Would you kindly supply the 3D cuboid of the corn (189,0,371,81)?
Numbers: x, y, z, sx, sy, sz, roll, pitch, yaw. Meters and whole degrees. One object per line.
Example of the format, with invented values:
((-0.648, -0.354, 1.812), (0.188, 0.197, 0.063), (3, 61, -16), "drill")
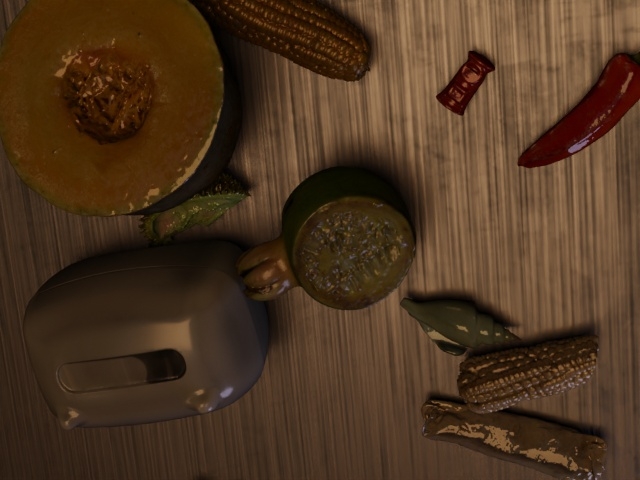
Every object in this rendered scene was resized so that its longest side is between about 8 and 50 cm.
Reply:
((-0.068, -0.310, 1.769), (0.313, 0.102, 0.102), (24, 109, 3), "corn")

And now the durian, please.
((-0.208, -0.044, 1.890), (0.215, 0.086, 0.100), (-27, 114, 25), "durian")

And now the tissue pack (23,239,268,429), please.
((-0.252, 0.141, 1.852), (0.333, 0.236, 0.229), (-9, 115, 14), "tissue pack")

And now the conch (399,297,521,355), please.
((0.201, 0.122, 1.861), (0.180, 0.088, 0.065), (16, 65, 14), "conch")

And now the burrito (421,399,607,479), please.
((0.278, 0.293, 1.890), (0.275, 0.059, 0.082), (13, 101, 8), "burrito")

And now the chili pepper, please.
((0.371, -0.179, 1.732), (0.063, 0.071, 0.272), (23, 121, -37), "chili pepper")

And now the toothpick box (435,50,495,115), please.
((0.199, -0.216, 1.765), (0.047, 0.047, 0.083), (35, 110, 1), "toothpick box")

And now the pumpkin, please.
((-0.262, -0.194, 1.767), (0.332, 0.199, 0.332), (0, 91, 13), "pumpkin")

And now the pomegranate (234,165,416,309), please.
((0.013, 0.004, 1.803), (0.190, 0.159, 0.241), (32, 104, -26), "pomegranate")

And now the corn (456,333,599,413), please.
((0.298, 0.192, 1.845), (0.211, 0.087, 0.087), (-13, 103, 11), "corn")
